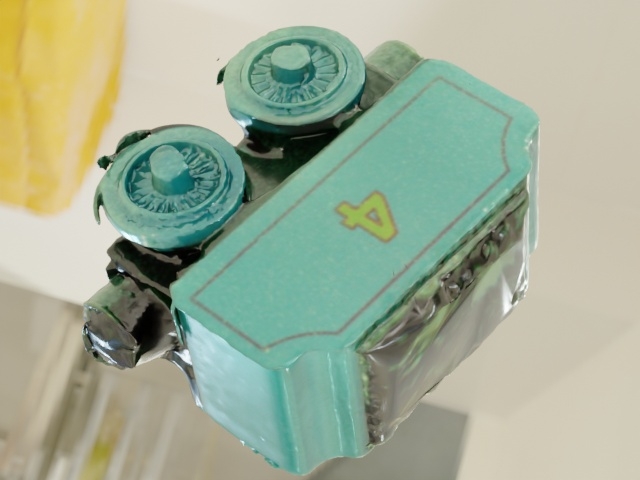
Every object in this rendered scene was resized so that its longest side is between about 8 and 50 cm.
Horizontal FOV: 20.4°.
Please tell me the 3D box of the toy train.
[{"bbox_3d":[0.000,0.000,0.749,0.198,0.154,0.107,-43,148,-25],"label":"toy train"}]
